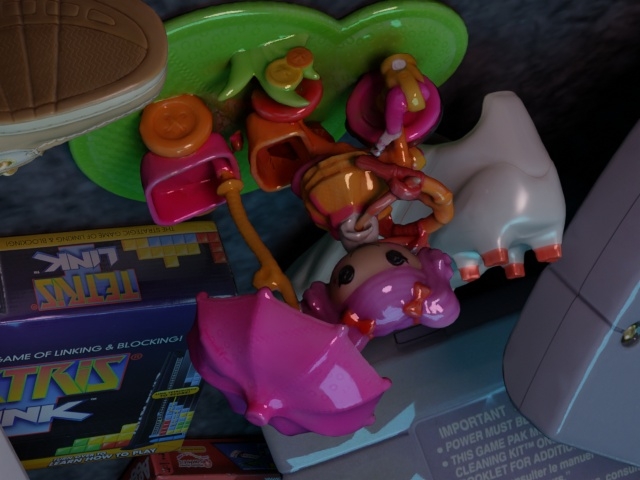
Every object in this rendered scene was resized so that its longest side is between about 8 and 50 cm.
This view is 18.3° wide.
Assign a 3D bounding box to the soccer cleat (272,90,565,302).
[{"bbox_3d":[0.041,-0.007,0.897,0.068,0.076,0.196,-1,165,-34],"label":"soccer cleat"}]

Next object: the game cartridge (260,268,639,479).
[{"bbox_3d":[0.167,0.115,1.026,0.355,0.230,0.068,-20,-170,3],"label":"game cartridge"}]

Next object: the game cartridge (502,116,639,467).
[{"bbox_3d":[0.214,-0.025,0.877,0.198,0.062,0.297,24,108,-43],"label":"game cartridge"}]

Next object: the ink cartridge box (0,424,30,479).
[{"bbox_3d":[-0.258,0.115,0.876,0.261,0.066,0.296,2,140,16],"label":"ink cartridge box"}]

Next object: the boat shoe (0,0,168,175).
[{"bbox_3d":[-0.135,-0.049,0.741,0.170,0.063,0.059,-11,152,6],"label":"boat shoe"}]

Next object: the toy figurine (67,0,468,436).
[{"bbox_3d":[0.000,0.000,0.788,0.173,0.159,0.130,-17,149,-4],"label":"toy figurine"}]

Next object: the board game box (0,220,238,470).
[{"bbox_3d":[-0.136,0.055,0.912,0.170,0.048,0.141,-6,148,-20],"label":"board game box"}]

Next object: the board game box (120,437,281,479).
[{"bbox_3d":[0.002,0.161,1.172,0.281,0.027,0.145,2,145,-30],"label":"board game box"}]
